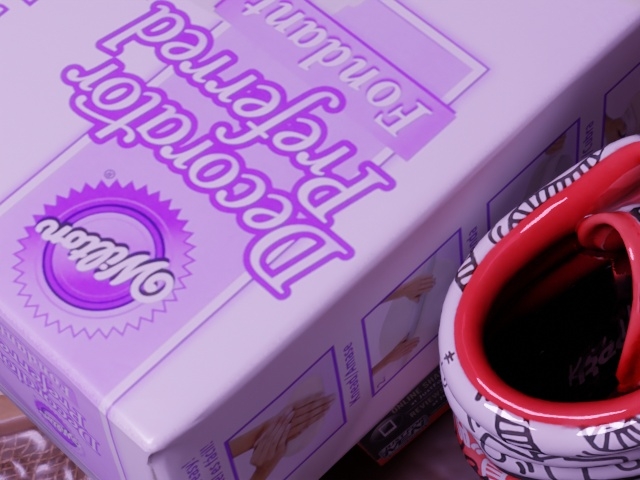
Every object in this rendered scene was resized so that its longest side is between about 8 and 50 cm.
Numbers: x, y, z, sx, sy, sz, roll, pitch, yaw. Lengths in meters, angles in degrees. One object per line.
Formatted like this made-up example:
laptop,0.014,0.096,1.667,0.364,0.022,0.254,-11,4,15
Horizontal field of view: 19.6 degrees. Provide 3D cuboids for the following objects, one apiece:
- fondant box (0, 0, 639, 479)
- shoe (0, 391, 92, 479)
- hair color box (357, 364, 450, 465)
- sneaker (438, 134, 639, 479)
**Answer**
fondant box,-0.006,-0.092,0.600,0.238,0.096,0.330,39,70,25
shoe,-0.108,0.081,0.633,0.219,0.058,0.076,-15,88,15
hair color box,0.000,0.000,0.635,0.072,0.043,0.141,-39,63,-1
sneaker,0.163,0.009,0.527,0.270,0.145,0.090,-20,65,8
